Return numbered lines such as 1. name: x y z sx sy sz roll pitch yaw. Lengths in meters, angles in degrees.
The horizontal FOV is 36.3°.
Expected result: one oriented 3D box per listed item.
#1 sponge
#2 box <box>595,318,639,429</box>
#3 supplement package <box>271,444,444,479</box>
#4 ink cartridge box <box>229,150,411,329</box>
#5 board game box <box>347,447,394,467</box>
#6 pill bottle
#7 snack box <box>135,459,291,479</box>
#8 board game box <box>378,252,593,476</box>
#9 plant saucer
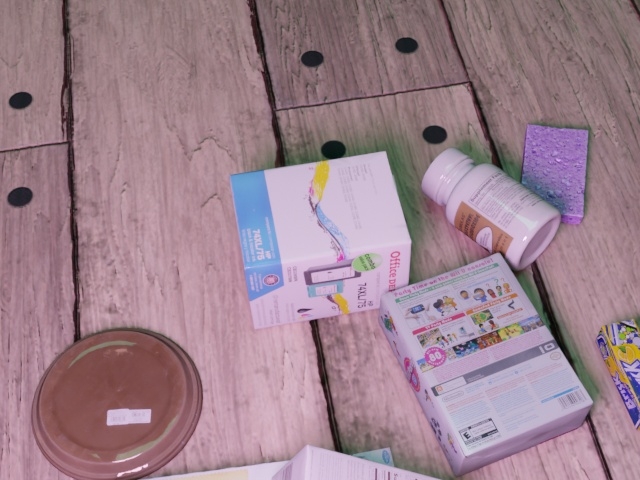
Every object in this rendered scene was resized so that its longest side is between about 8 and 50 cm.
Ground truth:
1. sponge: 0.434 -0.127 1.821 0.117 0.031 0.210 9 56 8
2. box: 0.505 0.214 1.569 0.059 0.054 0.169 -12 55 -7
3. supplement package: 0.061 0.395 1.357 0.244 0.139 0.133 19 52 -17
4. ink cartridge box: 0.000 0.000 1.647 0.270 0.198 0.197 -10 55 -4
5. board game box: 0.072 0.369 1.497 0.090 0.020 0.090 -10 55 -4
6. pill bottle: 0.295 -0.061 1.720 0.131 0.131 0.229 -39 63 -22
7. snack box: -0.148 0.434 1.434 0.322 0.060 0.187 -7 57 -3
8. board game box: 0.255 0.192 1.569 0.224 0.097 0.303 -18 58 -12
9. plant saucer: -0.331 0.256 1.578 0.278 0.041 0.277 0 55 0
